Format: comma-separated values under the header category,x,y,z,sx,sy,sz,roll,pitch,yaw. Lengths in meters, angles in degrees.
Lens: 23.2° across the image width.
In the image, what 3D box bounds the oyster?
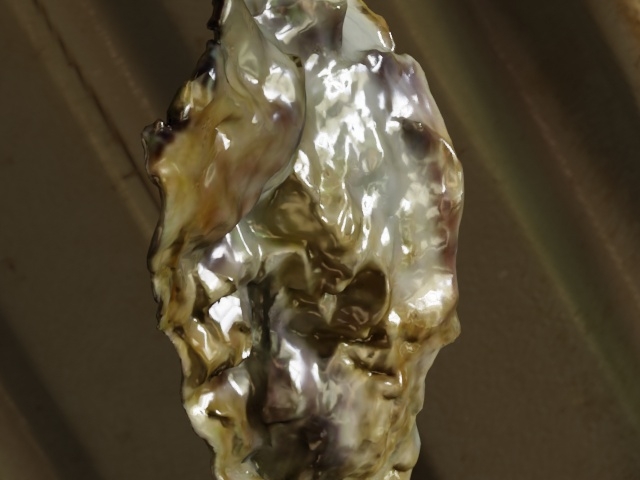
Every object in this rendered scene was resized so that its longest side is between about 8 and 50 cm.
category,x,y,z,sx,sy,sz,roll,pitch,yaw
oyster,0.003,-0.002,0.645,0.107,0.201,0.354,1,-46,11
